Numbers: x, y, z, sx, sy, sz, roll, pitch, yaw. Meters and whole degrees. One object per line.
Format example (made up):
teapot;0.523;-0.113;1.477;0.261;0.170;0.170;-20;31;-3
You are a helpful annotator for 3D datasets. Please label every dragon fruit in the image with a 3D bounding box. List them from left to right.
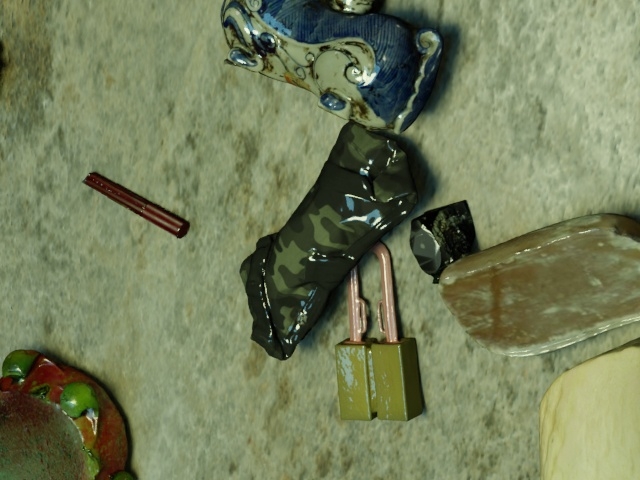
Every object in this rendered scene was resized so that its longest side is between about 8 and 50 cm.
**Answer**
dragon fruit;-0.400;0.292;1.932;0.295;0.130;0.268;-38;84;32

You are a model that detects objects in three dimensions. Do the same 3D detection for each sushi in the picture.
sushi;0.148;0.005;1.567;0.056;0.083;0.084;-17;94;31

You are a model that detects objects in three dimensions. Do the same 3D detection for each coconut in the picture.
coconut;0.374;0.233;1.400;0.329;0.329;0.328;8;108;28

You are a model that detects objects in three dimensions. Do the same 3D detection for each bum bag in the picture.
bum bag;0.000;0.000;1.644;0.340;0.095;0.144;-53;54;30

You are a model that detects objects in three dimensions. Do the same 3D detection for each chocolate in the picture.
chocolate;0.275;0.039;1.500;0.254;0.080;0.157;-20;124;30

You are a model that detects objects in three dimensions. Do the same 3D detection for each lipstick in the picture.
lipstick;-0.259;-0.052;1.819;0.177;0.027;0.027;29;116;22

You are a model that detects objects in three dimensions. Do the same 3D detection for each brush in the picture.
brush;0.067;0.113;1.669;0.103;0.047;0.233;-2;98;29

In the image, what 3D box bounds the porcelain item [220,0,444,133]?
porcelain item;0.016;-0.250;1.556;0.288;0.138;0.186;30;100;24
